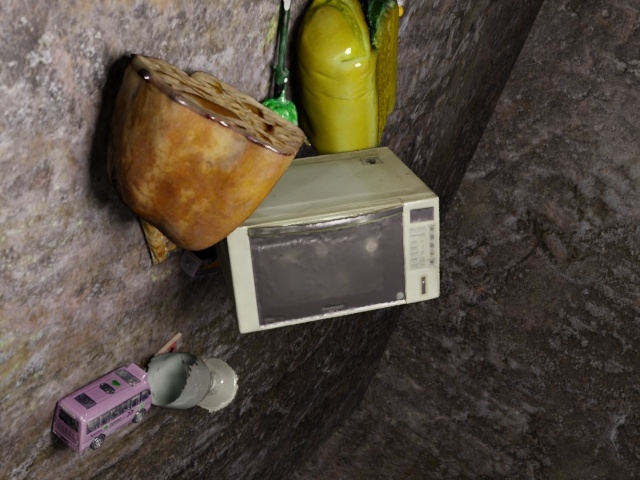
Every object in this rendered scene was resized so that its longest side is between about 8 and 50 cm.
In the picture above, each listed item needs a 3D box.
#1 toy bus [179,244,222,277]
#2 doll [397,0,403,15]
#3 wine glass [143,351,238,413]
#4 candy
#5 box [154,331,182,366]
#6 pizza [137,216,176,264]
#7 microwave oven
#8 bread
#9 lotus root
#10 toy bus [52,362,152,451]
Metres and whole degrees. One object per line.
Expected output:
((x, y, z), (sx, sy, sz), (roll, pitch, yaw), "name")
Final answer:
((-0.241, 0.037, 1.586), (0.072, 0.057, 0.172), (-58, 162, 20), "toy bus")
((0.205, -0.662, 1.608), (0.145, 0.103, 0.316), (-48, 164, -41), "doll")
((-0.309, 0.338, 1.704), (0.143, 0.143, 0.321), (-58, 164, -5), "wine glass")
((-0.077, -0.341, 1.428), (0.097, 0.097, 0.323), (-36, 143, -48), "candy")
((-0.356, 0.257, 1.684), (0.083, 0.012, 0.046), (-44, 156, -35), "box")
((-0.299, -0.020, 1.385), (0.184, 0.036, 0.176), (-12, 130, -64), "pizza")
((0.000, 0.000, 1.414), (0.394, 0.333, 0.247), (-9, 118, -12), "microwave oven")
((0.051, -0.345, 1.504), (0.376, 0.208, 0.251), (88, 19, -61), "bread")
((-0.204, -0.148, 1.143), (0.250, 0.316, 0.316), (-53, 165, 24), "lotus root")
((-0.441, 0.337, 1.470), (0.199, 0.096, 0.108), (-27, 138, -52), "toy bus")
